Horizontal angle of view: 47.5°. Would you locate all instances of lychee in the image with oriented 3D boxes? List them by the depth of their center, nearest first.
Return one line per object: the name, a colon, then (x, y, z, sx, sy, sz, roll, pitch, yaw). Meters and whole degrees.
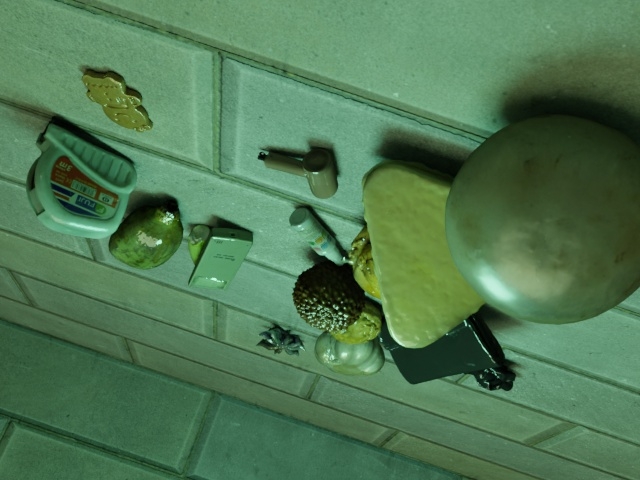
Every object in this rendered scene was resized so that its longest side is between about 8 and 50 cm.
lychee: (0.021, 0.144, 1.927, 0.200, 0.200, 0.238, 40, -172, -37)

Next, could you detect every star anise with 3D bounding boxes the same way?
star anise: (-0.142, 0.362, 2.599, 0.204, 0.061, 0.180, 30, 140, -33)

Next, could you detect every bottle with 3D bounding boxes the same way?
bottle: (0.000, 0.000, 1.810, 0.060, 0.060, 0.217, -1, 146, 35)

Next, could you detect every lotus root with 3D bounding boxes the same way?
lotus root: (-0.476, -0.015, 2.002, 0.173, 0.173, 0.309, 30, 145, -21)

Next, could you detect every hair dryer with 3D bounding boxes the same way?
hair dryer: (-0.052, -0.156, 1.558, 0.181, 0.064, 0.117, 19, 157, 19)

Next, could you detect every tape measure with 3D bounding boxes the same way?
tape measure: (-0.589, -0.134, 1.763, 0.243, 0.246, 0.125, 26, 157, -28)

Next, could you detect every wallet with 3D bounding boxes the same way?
wallet: (0.321, 0.285, 2.047, 0.228, 0.062, 0.406, 56, 147, -1)

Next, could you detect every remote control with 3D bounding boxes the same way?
remote control: (-0.283, 0.059, 2.034, 0.123, 0.038, 0.285, 7, 145, -20)

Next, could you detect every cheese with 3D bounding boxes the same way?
cheese: (0.218, -0.013, 1.443, 0.384, 0.384, 0.104, 19, -164, 0)

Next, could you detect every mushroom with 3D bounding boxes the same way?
mushroom: (0.397, -0.041, 1.252, 0.362, 0.294, 0.362, 4, 112, 11)

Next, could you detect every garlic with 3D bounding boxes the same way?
garlic: (0.093, 0.345, 2.310, 0.228, 0.152, 0.228, 12, 156, 6)

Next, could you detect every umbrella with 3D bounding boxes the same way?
umbrella: (0.487, 0.390, 2.197, 0.272, 0.110, 0.122, 32, 117, -26)

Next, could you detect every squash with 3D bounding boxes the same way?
squash: (-0.329, 0.043, 2.096, 0.083, 0.083, 0.250, 12, 151, 13)

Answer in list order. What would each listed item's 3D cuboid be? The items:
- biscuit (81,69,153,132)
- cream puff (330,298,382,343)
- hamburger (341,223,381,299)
biscuit: (-0.440, -0.297, 1.568, 0.133, 0.027, 0.184, 13, 153, 9)
cream puff: (0.089, 0.238, 2.138, 0.189, 0.129, 0.189, 12, 153, 6)
hamburger: (0.213, 0.059, 1.661, 0.314, 0.170, 0.290, 21, 151, -2)
